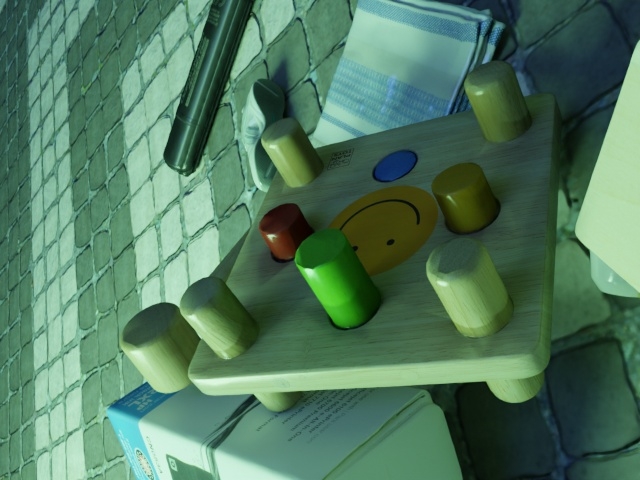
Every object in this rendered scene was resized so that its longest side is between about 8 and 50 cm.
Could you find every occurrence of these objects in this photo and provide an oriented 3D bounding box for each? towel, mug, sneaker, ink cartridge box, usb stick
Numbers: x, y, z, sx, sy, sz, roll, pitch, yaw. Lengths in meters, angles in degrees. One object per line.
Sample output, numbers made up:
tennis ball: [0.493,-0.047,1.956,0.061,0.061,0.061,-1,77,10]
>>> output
towel: [0.056,-0.109,0.728,0.209,0.034,0.285,39,113,48]
mug: [0.218,0.006,0.485,0.078,0.062,0.064,15,102,58]
sneaker: [-0.069,-0.121,0.878,0.061,0.053,0.152,-41,46,50]
ink cartridge box: [-0.028,0.230,0.615,0.307,0.129,0.223,-1,112,49]
usb stick: [-0.163,-0.227,1.015,0.077,0.045,0.278,44,117,54]

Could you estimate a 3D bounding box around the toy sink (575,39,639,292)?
toy sink: [0.274,-0.032,0.342,0.153,0.234,0.131,52,152,41]

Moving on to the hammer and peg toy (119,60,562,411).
hammer and peg toy: [0.000,0.000,0.560,0.361,0.127,0.266,-9,42,30]
